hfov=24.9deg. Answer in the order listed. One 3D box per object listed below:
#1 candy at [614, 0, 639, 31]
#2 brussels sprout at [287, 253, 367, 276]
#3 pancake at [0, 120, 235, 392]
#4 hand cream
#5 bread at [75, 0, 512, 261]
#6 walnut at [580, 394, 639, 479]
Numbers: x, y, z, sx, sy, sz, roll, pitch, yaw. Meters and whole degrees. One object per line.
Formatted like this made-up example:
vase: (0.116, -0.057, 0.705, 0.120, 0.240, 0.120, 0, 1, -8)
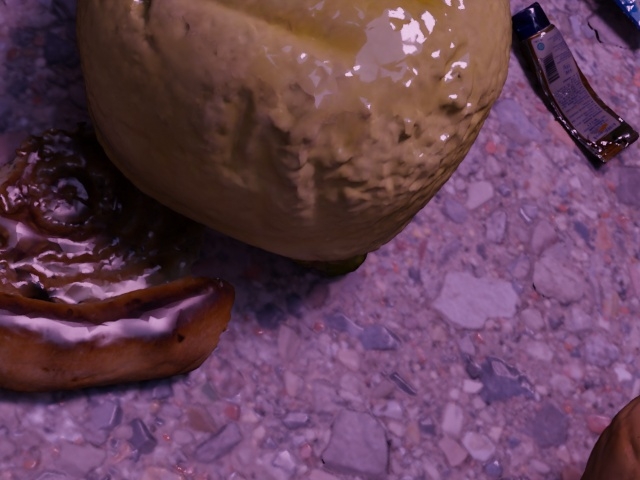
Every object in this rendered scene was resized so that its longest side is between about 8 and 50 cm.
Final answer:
candy: (0.324, -0.258, 1.458, 0.088, 0.038, 0.136, 46, 44, -3)
brussels sprout: (0.001, 0.001, 1.149, 0.083, 0.046, 0.051, 22, 56, -16)
pancake: (-0.178, 0.031, 1.035, 0.212, 0.056, 0.257, 46, 54, 1)
hand cream: (0.232, -0.148, 1.357, 0.062, 0.039, 0.163, -32, 88, -37)
bread: (-0.020, -0.153, 1.081, 0.320, 0.237, 0.321, 7, 46, -7)
walnut: (0.322, 0.247, 1.060, 0.277, 0.252, 0.313, 0, 55, -27)
